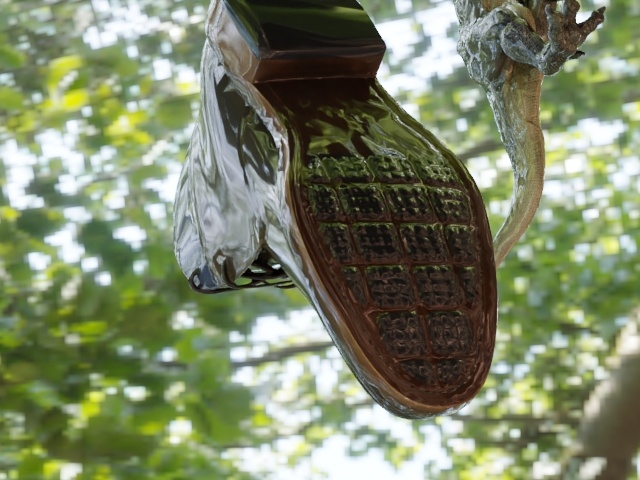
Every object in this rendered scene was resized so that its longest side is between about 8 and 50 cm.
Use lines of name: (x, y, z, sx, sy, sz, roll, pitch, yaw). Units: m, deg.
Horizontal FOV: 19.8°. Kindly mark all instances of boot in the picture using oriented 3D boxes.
boot: (0.000, 0.000, 0.689, 0.082, 0.106, 0.219, 1, -133, -24)

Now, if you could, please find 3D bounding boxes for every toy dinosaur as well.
toy dinosaur: (0.108, -0.114, 0.978, 0.064, 0.118, 0.268, 13, -125, -28)
